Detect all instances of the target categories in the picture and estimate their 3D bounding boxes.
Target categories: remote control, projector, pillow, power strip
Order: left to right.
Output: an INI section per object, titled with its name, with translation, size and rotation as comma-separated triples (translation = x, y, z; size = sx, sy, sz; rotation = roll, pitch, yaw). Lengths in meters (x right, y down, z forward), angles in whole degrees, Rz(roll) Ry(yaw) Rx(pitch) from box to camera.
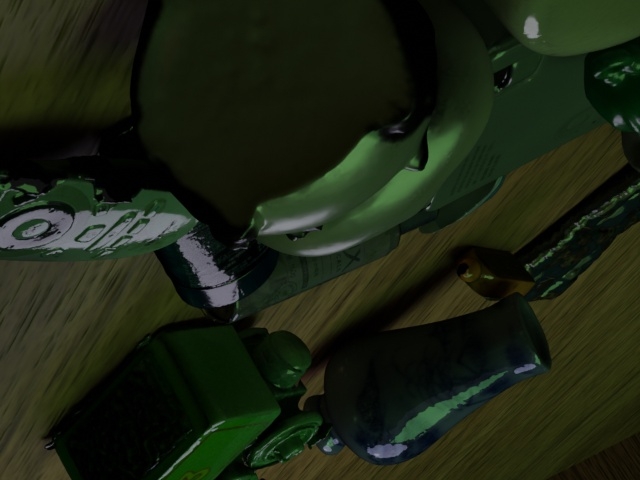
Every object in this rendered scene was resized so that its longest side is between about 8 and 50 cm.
[remote control]
translation = -0.172, -0.024, 1.170
size = 0.097, 0.045, 0.256
rotation = -38, 155, 31
[power strip]
translation = 0.177, 0.034, 1.972
size = 0.028, 0.049, 0.178
rotation = -43, 161, 17
[projector]
translation = 0.141, -0.140, 1.339
size = 0.192, 0.099, 0.257
rotation = -28, 164, -17
[pillow]
translation = 0.303, -0.011, 2.110
size = 0.255, 0.034, 0.189
rotation = -42, 163, 25

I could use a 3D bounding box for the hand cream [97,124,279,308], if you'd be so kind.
[hand cream]
translation = -0.079, -0.031, 1.332
size = 0.120, 0.061, 0.270
rotation = -28, 158, -8

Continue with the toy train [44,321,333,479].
[toy train]
translation = -0.119, 0.171, 1.706
size = 0.188, 0.132, 0.243
rotation = -4, 145, -49

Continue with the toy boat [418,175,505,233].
[toy boat]
translation = 0.101, -0.033, 1.674
size = 0.149, 0.034, 0.105
rotation = -22, 158, -33

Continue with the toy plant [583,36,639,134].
[toy plant]
translation = 0.250, -0.118, 1.235
size = 0.143, 0.105, 0.200
rotation = -25, 168, 35

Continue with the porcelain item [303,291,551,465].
[porcelain item]
translation = 0.106, 0.143, 1.965
size = 0.259, 0.141, 0.141
rotation = -27, 165, 16

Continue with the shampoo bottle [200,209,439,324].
[shampoo bottle]
translation = 0.000, 0.000, 1.533
size = 0.214, 0.072, 0.072
rotation = -23, 161, -28

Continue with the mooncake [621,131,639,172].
[mooncake]
translation = 0.408, -0.132, 1.769
size = 0.254, 0.136, 0.250
rotation = -32, 162, 15

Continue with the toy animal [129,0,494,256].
[toy animal]
translation = 0.003, -0.084, 1.129
size = 0.187, 0.165, 0.235
rotation = -34, 164, 14

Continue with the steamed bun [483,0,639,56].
[steamed bun]
translation = 0.168, -0.204, 1.117
size = 0.241, 0.146, 0.164
rotation = -18, 154, -38
